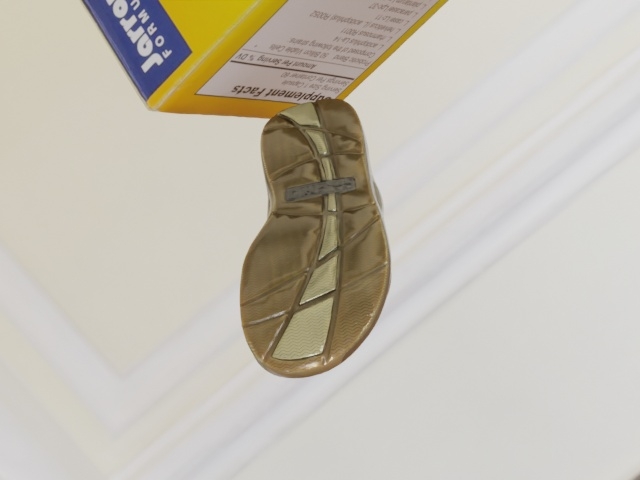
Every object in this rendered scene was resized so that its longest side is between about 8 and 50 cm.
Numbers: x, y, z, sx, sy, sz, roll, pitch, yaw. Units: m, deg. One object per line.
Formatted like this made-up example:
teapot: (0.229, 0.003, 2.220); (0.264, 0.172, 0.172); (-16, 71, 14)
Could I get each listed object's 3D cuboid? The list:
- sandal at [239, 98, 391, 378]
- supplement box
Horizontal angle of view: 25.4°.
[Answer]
sandal: (0.000, 0.000, 0.710); (0.072, 0.049, 0.180); (-7, 44, 6)
supplement box: (0.014, -0.259, 0.907); (0.356, 0.195, 0.194); (-41, -19, 25)
